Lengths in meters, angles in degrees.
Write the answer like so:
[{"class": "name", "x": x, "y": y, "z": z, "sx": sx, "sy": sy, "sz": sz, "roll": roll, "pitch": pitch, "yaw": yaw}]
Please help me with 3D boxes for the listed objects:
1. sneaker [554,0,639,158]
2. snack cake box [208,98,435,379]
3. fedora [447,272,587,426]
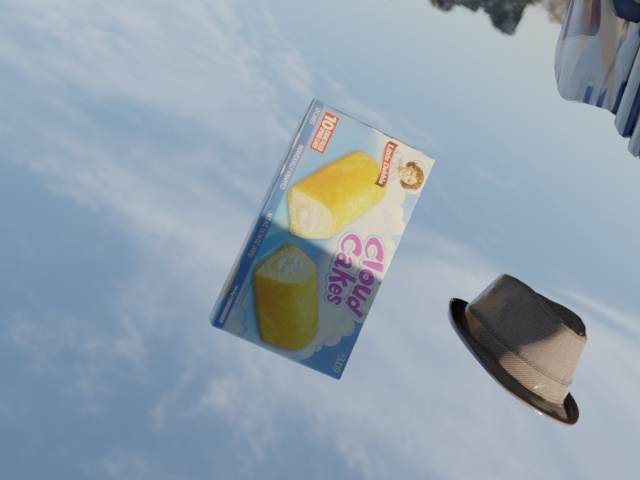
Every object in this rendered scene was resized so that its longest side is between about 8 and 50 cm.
[{"class": "sneaker", "x": 0.317, "y": -0.141, "z": 0.614, "sx": 0.182, "sy": 0.127, "sz": 0.315, "roll": 7, "pitch": -148, "yaw": -5}, {"class": "snack cake box", "x": 0.000, "y": 0.000, "z": 0.832, "sx": 0.152, "sy": 0.264, "sz": 0.089, "roll": 24, "pitch": 174, "yaw": -8}, {"class": "fedora", "x": 0.321, "y": 0.142, "z": 1.154, "sx": 0.244, "sy": 0.124, "sz": 0.275, "roll": 32, "pitch": -166, "yaw": -15}]
